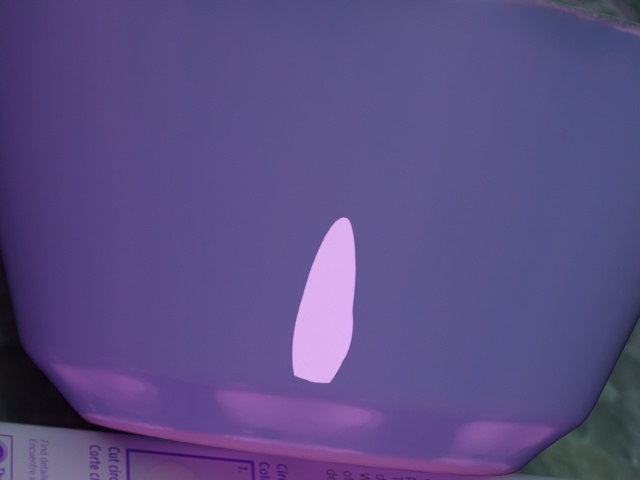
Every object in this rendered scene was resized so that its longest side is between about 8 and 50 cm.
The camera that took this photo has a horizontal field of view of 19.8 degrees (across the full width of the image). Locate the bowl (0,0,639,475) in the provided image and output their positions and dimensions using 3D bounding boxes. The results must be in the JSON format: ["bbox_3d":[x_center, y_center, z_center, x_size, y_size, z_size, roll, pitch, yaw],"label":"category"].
[{"bbox_3d":[0.000,0.000,0.723,0.311,0.311,0.163,8,88,-20],"label":"bowl"}]

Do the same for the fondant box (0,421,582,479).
[{"bbox_3d":[-0.017,0.202,0.681,0.330,0.096,0.238,8,56,-20],"label":"fondant box"}]
